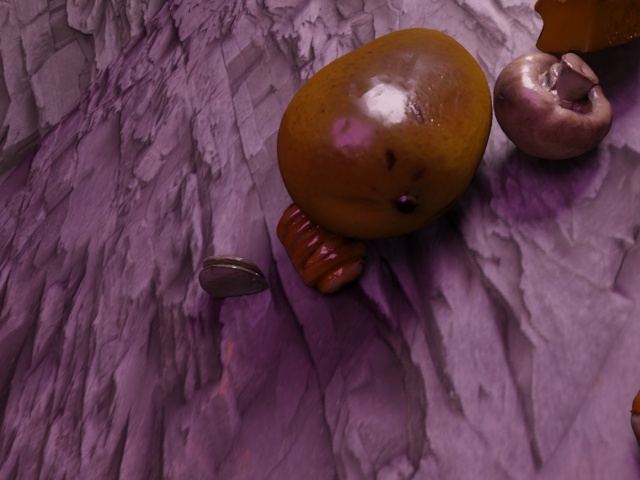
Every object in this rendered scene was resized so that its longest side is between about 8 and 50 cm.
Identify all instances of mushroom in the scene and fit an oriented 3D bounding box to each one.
[{"bbox_3d":[0.324,-0.191,0.658,0.127,0.166,0.166,131,153,-51],"label":"mushroom"}]

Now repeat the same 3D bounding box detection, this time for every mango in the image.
[{"bbox_3d":[0.107,-0.187,0.732,0.301,0.221,0.445,11,47,16],"label":"mango"}]

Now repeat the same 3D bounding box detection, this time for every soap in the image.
[{"bbox_3d":[0.407,-0.340,0.699,0.160,0.080,0.257,1,30,29],"label":"soap"}]

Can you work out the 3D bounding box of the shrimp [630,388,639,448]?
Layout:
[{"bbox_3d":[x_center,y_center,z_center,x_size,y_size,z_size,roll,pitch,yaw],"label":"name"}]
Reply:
[{"bbox_3d":[0.424,0.168,0.386,0.287,0.063,0.152,-8,55,30],"label":"shrimp"}]

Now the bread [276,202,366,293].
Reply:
[{"bbox_3d":[0.000,0.000,0.754,0.119,0.084,0.177,-34,50,4],"label":"bread"}]

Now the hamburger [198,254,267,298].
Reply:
[{"bbox_3d":[-0.154,0.055,0.800,0.121,0.084,0.054,-3,53,27],"label":"hamburger"}]
